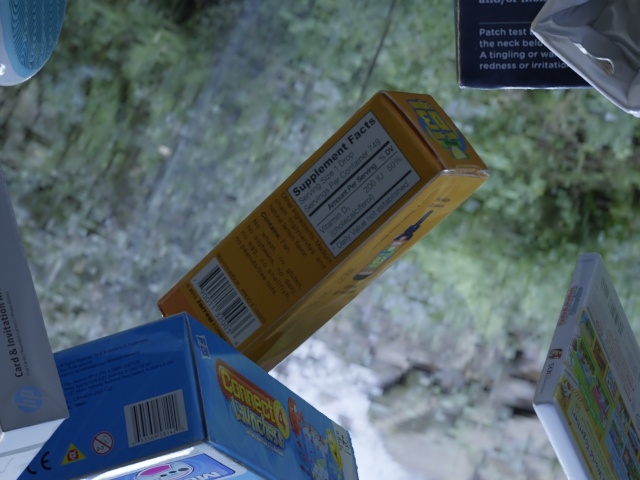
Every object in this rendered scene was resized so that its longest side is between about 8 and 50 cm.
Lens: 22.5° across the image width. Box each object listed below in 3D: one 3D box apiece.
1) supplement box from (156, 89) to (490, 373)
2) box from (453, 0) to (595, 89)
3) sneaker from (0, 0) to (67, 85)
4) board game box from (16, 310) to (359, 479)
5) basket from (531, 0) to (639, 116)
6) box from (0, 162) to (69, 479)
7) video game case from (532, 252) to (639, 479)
[{"bbox_3d":[0.000,0.000,1.089,0.233,0.078,0.080,-40,73,23],"label":"supplement box"},{"bbox_3d":[0.271,-0.442,1.530,0.297,0.480,0.471,1,116,6],"label":"box"},{"bbox_3d":[-0.254,-0.230,0.865,0.208,0.319,0.127,-8,179,10],"label":"sneaker"},{"bbox_3d":[-0.161,0.174,1.109,0.308,0.086,0.302,-17,155,14],"label":"board game box"},{"bbox_3d":[0.259,-0.188,1.226,0.113,0.103,0.167,42,104,13],"label":"basket"},{"bbox_3d":[-0.190,0.057,0.876,0.038,0.145,0.186,-11,163,-24],"label":"box"},{"bbox_3d":[0.269,0.161,1.527,0.026,0.206,0.227,-8,126,29],"label":"video game case"}]
